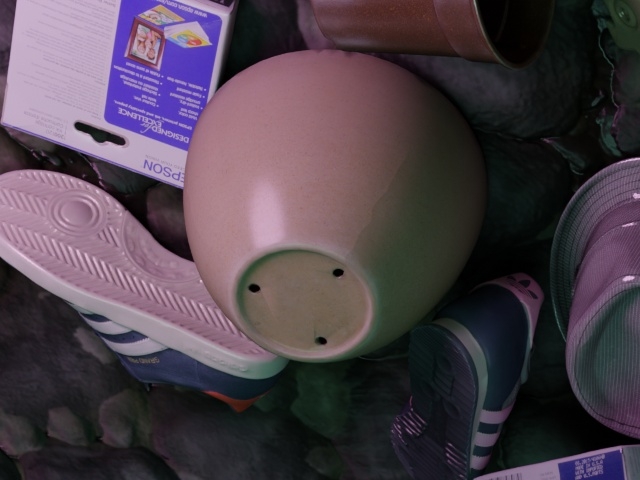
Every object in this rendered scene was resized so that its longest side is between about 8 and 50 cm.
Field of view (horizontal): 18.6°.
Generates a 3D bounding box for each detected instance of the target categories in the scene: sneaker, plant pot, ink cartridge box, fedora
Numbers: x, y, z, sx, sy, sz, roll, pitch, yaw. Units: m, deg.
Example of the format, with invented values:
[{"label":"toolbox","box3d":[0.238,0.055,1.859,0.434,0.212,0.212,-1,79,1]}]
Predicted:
[{"label":"sneaker","box3d":[0.151,0.148,1.873,0.112,0.131,0.319,44,154,19]},{"label":"plant pot","box3d":[0.089,-0.223,1.618,0.165,0.167,0.167,1,123,31]},{"label":"sneaker","box3d":[-0.196,0.063,1.939,0.350,0.131,0.148,31,142,8]},{"label":"plant pot","box3d":[0.000,0.000,1.748,0.284,0.191,0.284,6,128,8]},{"label":"ink cartridge box","box3d":[0.294,0.221,1.802,0.224,0.045,0.223,4,165,-33]},{"label":"ink cartridge box","box3d":[-0.190,-0.168,1.825,0.206,0.045,0.208,20,127,7]},{"label":"fedora","box3d":[0.300,0.075,1.731,0.243,0.124,0.275,21,132,18]}]

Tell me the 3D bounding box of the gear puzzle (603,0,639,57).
[{"label":"gear puzzle","box3d":[0.272,-0.217,1.570,0.339,0.044,0.175,60,163,-22]}]
